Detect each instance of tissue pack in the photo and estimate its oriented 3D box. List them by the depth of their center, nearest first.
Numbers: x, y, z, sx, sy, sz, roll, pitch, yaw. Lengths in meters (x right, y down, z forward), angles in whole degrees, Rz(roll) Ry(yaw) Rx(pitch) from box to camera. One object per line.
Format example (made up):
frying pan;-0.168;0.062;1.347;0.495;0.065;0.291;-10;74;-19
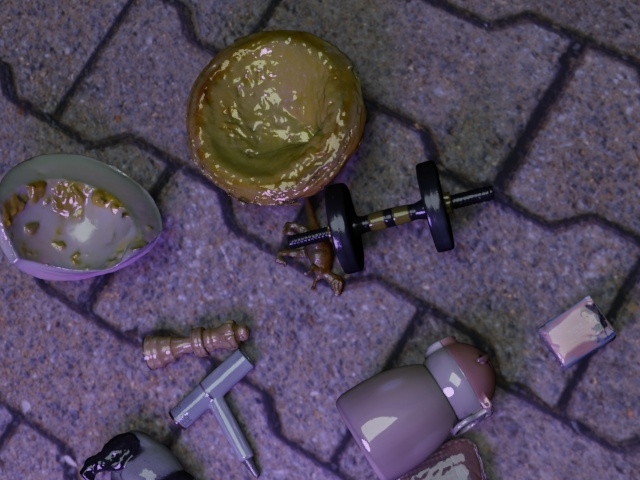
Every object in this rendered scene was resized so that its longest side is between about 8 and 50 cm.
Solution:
tissue pack;0.380;0.139;1.615;0.094;0.059;0.074;-35;74;4

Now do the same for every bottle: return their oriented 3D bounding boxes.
bottle;0.155;0.238;1.607;0.237;0.147;0.147;-32;72;-4

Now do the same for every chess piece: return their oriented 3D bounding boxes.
chess piece;-0.198;0.165;1.750;0.172;0.060;0.060;-12;75;8

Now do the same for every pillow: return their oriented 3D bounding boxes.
pillow;0.203;0.408;1.608;0.135;0.034;0.211;-23;75;5

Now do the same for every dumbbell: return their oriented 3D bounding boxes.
dumbbell;0.107;-0.035;1.676;0.326;0.143;0.143;-14;74;9

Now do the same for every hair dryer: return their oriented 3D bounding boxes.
hair dryer;-0.126;0.287;1.715;0.155;0.044;0.183;-44;77;2

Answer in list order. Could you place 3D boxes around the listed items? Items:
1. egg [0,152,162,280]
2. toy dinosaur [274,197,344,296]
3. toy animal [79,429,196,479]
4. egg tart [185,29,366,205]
egg;-0.409;-0.021;1.790;0.271;0.161;0.206;11;42;-16
toy dinosaur;0.000;0.000;1.754;0.126;0.039;0.162;20;77;7
toy animal;-0.255;0.392;1.694;0.225;0.094;0.121;38;79;20
egg tart;-0.068;-0.195;1.770;0.315;0.120;0.314;-3;74;12
